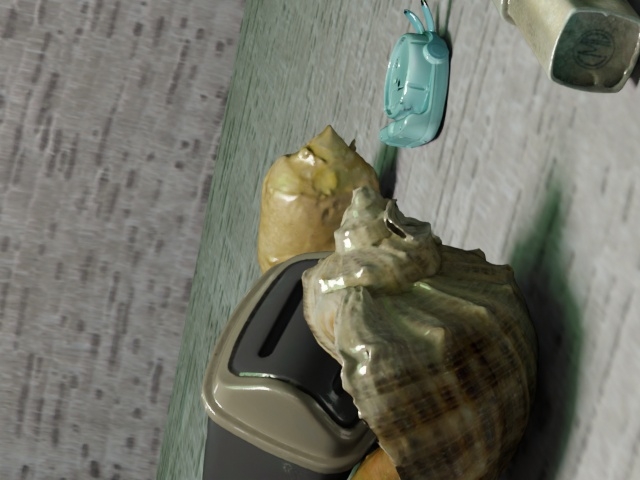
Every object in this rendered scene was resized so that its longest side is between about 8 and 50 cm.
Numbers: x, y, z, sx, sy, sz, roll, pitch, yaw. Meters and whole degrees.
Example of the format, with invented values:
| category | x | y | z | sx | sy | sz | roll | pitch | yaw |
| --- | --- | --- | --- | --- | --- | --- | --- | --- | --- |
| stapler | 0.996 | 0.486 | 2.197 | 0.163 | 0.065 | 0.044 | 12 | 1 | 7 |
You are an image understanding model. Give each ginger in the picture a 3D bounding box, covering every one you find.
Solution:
| category | x | y | z | sx | sy | sz | roll | pitch | yaw |
| --- | --- | --- | --- | --- | --- | --- | --- | --- | --- |
| ginger | 0.000 | 0.000 | 1.711 | 0.152 | 0.138 | 0.267 | -159 | 65 | -64 |

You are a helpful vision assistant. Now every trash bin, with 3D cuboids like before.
| category | x | y | z | sx | sy | sz | roll | pitch | yaw |
| --- | --- | --- | --- | --- | --- | --- | --- | --- | --- |
| trash bin | -0.019 | 0.156 | 1.525 | 0.290 | 0.182 | 0.209 | 105 | -170 | -55 |

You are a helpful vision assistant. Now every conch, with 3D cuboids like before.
| category | x | y | z | sx | sy | sz | roll | pitch | yaw |
| --- | --- | --- | --- | --- | --- | --- | --- | --- | --- |
| conch | 0.096 | 0.090 | 1.170 | 0.291 | 0.159 | 0.210 | 60 | 179 | -5 |

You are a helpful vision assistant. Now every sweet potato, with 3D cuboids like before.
| category | x | y | z | sx | sy | sz | roll | pitch | yaw |
| --- | --- | --- | --- | --- | --- | --- | --- | --- | --- |
| sweet potato | 0.062 | 0.236 | 1.413 | 0.244 | 0.077 | 0.077 | 123 | 154 | -44 |

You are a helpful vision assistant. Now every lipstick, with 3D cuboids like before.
| category | x | y | z | sx | sy | sz | roll | pitch | yaw |
| --- | --- | --- | --- | --- | --- | --- | --- | --- | --- |
| lipstick | 0.176 | -0.195 | 1.160 | 0.253 | 0.077 | 0.079 | -102 | 24 | -60 |

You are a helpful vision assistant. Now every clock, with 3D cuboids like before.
| category | x | y | z | sx | sy | sz | roll | pitch | yaw |
| --- | --- | --- | --- | --- | --- | --- | --- | --- | --- |
| clock | 0.099 | -0.172 | 1.580 | 0.108 | 0.045 | 0.147 | 163 | 115 | -75 |
